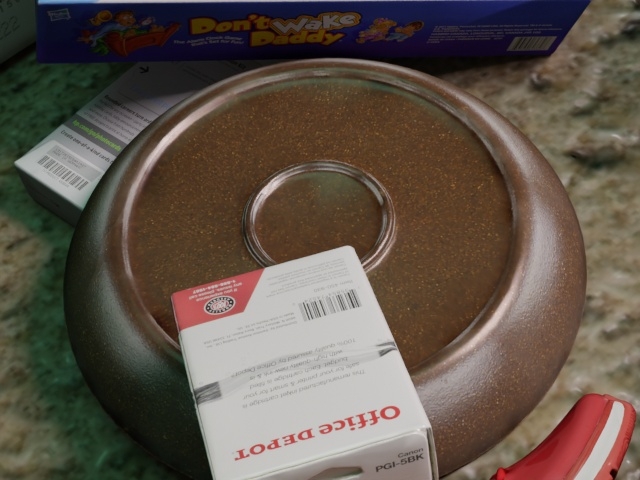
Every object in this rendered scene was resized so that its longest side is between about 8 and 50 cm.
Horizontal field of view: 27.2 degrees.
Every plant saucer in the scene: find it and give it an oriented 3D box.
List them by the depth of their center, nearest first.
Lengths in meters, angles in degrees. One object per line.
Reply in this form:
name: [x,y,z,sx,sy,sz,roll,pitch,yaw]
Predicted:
plant saucer: [0.000,0.000,0.770,0.310,0.050,0.311,-2,55,2]

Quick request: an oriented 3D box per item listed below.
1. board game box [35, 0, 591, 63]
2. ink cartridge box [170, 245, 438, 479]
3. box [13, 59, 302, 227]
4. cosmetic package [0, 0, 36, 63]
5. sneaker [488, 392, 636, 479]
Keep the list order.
board game box: [-0.016,-0.239,0.869,0.347,0.078,0.233,-3,70,-13]
ink cartridge box: [-0.010,0.074,0.635,0.099,0.056,0.135,-15,40,-5]
box: [-0.088,-0.068,0.887,0.145,0.038,0.186,30,63,32]
cosmetic package: [-0.402,-0.283,1.066,0.230,0.161,0.453,-38,52,-19]
sneaker: [0.050,0.136,0.632,0.128,0.087,0.221,32,61,19]
